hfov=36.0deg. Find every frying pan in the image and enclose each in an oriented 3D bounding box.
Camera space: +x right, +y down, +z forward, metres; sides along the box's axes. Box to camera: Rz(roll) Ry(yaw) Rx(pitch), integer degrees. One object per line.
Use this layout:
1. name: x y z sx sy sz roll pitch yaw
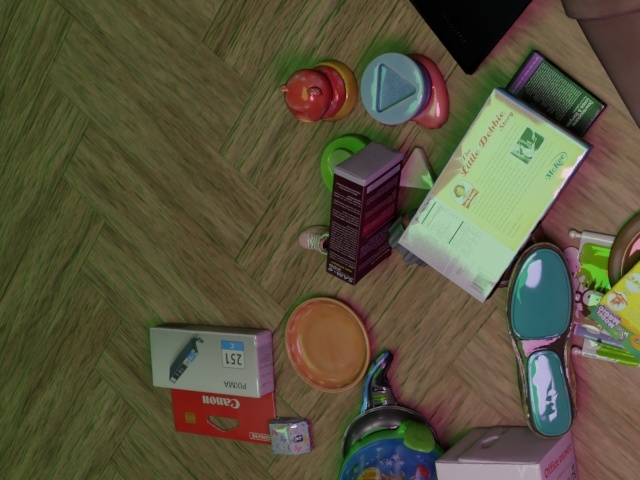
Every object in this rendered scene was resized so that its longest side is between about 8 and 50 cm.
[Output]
1. frying pan: 0.118 0.477 1.954 0.197 0.053 0.326 20 107 1

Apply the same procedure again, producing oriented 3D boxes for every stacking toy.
1. stacking toy: 0.077 -0.211 1.846 0.309 0.130 0.279 -3 97 32

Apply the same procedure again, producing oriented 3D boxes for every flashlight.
1. flashlight: 0.251 -0.082 1.779 0.103 0.103 0.304 49 120 12

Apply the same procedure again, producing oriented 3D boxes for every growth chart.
1. growth chart: 0.499 0.102 1.708 0.172 0.021 0.237 3 98 30

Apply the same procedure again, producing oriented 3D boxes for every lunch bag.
1. lunch bag: -0.063 0.415 2.088 0.083 0.053 0.071 -2 99 22

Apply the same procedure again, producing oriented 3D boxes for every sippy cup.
1. sippy cup: 0.139 0.502 1.815 0.240 0.224 0.305 -19 104 12

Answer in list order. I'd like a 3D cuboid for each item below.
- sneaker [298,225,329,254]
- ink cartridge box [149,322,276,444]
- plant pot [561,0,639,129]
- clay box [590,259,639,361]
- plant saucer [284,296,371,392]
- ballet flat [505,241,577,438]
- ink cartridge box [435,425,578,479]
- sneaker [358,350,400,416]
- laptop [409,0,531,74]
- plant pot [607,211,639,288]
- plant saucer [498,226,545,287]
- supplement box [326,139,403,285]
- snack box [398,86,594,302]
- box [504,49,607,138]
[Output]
1. sneaker: 0.000 0.000 1.965 0.134 0.070 0.051 1 101 32
2. ink cartridge box: -0.237 0.320 2.170 0.296 0.066 0.261 0 98 32
3. plant pot: 0.542 -0.313 1.470 0.323 0.323 0.280 -9 111 32
4. clay box: 0.558 0.081 1.593 0.127 0.053 0.222 46 114 13
5. plant saucer: 0.019 0.211 2.011 0.200 0.037 0.199 6 103 30
6. ballet flat: 0.389 0.172 1.736 0.123 0.123 0.348 -2 97 32
7. ink cartridge box: 0.347 0.492 1.765 0.197 0.198 0.270 -7 96 31
8. sneaker: 0.123 0.307 1.958 0.078 0.067 0.188 10 103 8
9. laptop: 0.312 -0.580 1.703 0.408 0.236 0.382 -35 79 2
10. plant pot: 0.592 0.052 1.621 0.236 0.032 0.236 3 98 25
11. plant saucer: 0.316 0.017 1.757 0.169 0.029 0.168 4 118 7
12. supplement box: 0.081 -0.050 1.830 0.073 0.130 0.239 26 131 27
13. snack box: 0.293 -0.076 1.675 0.187 0.060 0.322 37 112 15
14. box: 0.398 -0.236 1.706 0.162 0.029 0.116 44 119 19
